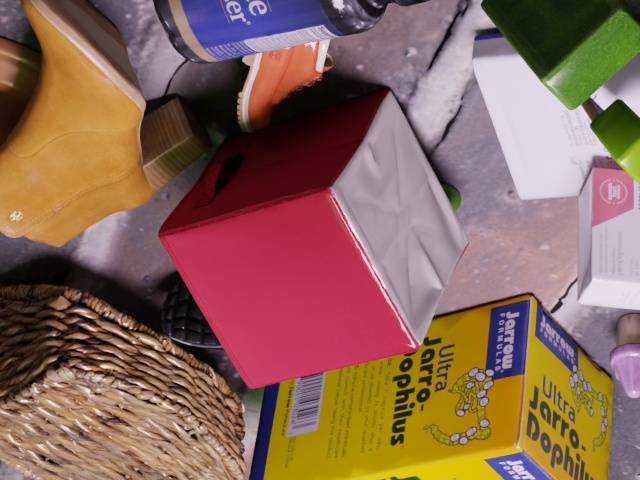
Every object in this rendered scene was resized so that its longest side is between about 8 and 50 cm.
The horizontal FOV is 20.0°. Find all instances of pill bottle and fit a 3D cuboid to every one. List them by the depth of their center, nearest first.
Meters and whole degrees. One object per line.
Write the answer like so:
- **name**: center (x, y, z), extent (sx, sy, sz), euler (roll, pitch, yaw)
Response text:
- **pill bottle**: center (-0.019, -0.222, 1.494), extent (0.219, 0.122, 0.123), euler (-9, 141, 24)

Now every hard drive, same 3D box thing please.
- **hard drive**: center (0.316, -0.120, 1.631), extent (0.319, 0.040, 0.210), euler (-4, 144, 19)

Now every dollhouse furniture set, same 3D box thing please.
- **dollhouse furniture set**: center (0.319, -0.205, 1.472), extent (0.301, 0.151, 0.197), euler (-43, 122, 14)

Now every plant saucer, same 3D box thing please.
- **plant saucer**: center (-0.329, -0.126, 1.781), extent (0.200, 0.037, 0.200), euler (6, 145, 4)

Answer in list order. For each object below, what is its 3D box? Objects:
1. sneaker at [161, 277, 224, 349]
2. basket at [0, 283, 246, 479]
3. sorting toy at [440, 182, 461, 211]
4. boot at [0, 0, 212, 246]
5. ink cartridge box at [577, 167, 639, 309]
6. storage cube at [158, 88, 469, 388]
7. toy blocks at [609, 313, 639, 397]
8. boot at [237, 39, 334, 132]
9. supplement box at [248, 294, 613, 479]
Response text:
- **sneaker**: center (-0.031, 0.085, 1.958), extent (0.283, 0.107, 0.124), euler (-8, 148, 24)
- **basket**: center (-0.226, 0.158, 2.048), extent (0.213, 0.223, 0.299), euler (-34, 126, 27)
- **sorting toy**: center (0.089, -0.036, 1.805), extent (0.102, 0.042, 0.061), euler (24, 143, -21)
- **boot**: center (-0.253, -0.102, 1.685), extent (0.211, 0.104, 0.295), euler (-31, 141, 11)
- **ink cartridge box**: center (0.340, 0.005, 1.672), extent (0.198, 0.115, 0.067), euler (5, 156, -3)
- **storage cube**: center (0.000, 0.000, 1.712), extent (0.193, 0.183, 0.215), euler (-16, 116, 31)
- **toy blocks**: center (0.445, 0.172, 1.827), extent (0.289, 0.260, 0.309), euler (15, 145, -8)
- **boot**: center (-0.033, -0.150, 1.661), extent (0.085, 0.059, 0.158), euler (7, 145, -6)
- **supplement box**: center (0.123, 0.224, 2.035), extent (0.357, 0.195, 0.194), euler (-17, 138, 32)
